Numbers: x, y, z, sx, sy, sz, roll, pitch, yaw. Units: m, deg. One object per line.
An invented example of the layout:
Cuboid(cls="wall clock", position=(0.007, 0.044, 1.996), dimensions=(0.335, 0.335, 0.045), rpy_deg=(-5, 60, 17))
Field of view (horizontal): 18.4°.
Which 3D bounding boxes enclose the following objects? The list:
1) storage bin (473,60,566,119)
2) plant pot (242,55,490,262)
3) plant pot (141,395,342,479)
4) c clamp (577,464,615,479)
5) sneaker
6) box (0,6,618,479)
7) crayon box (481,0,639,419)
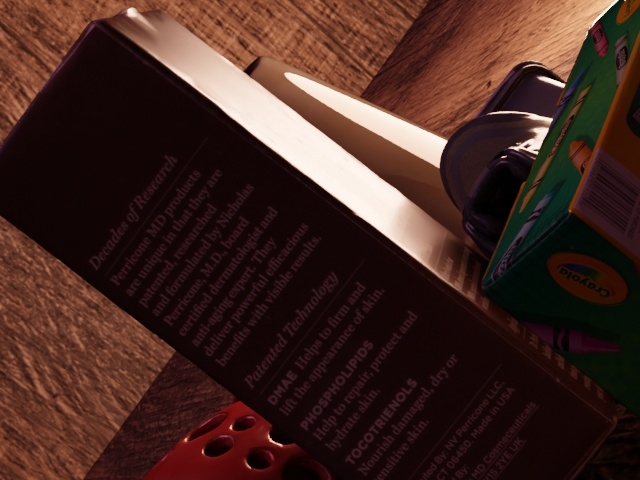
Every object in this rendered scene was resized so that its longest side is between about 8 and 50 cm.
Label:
Cuboid(cls="storage bin", position=(0.190, -0.061, 1.479), dimensions=(0.098, 0.135, 0.091), rpy_deg=(-52, 19, -3))
Cuboid(cls="plant pot", position=(0.000, 0.000, 1.690), dimensions=(0.323, 0.280, 0.323), rpy_deg=(-50, 8, 10))
Cuboid(cls="plant pot", position=(-0.018, 0.190, 1.351), dimensions=(0.174, 0.191, 0.191), rpy_deg=(-47, 4, -40))
Cuboid(cls="c clamp", position=(0.124, 0.186, 1.156), dimensions=(0.161, 0.022, 0.137), rpy_deg=(-47, 10, 31))
Cuboid(cls="sneaker", position=(0.144, -0.029, 1.303), dimensions=(0.111, 0.121, 0.300), rpy_deg=(-60, 27, 6))
Cuboid(cls="box", position=(-0.007, 0.024, 1.212), dimensions=(0.143, 0.381, 0.191), rpy_deg=(-51, 0, 11))
Cuboid(cls="crayon box", position=(0.208, -0.025, 1.103), dimensions=(0.081, 0.165, 0.278), rpy_deg=(-44, 11, 41))
